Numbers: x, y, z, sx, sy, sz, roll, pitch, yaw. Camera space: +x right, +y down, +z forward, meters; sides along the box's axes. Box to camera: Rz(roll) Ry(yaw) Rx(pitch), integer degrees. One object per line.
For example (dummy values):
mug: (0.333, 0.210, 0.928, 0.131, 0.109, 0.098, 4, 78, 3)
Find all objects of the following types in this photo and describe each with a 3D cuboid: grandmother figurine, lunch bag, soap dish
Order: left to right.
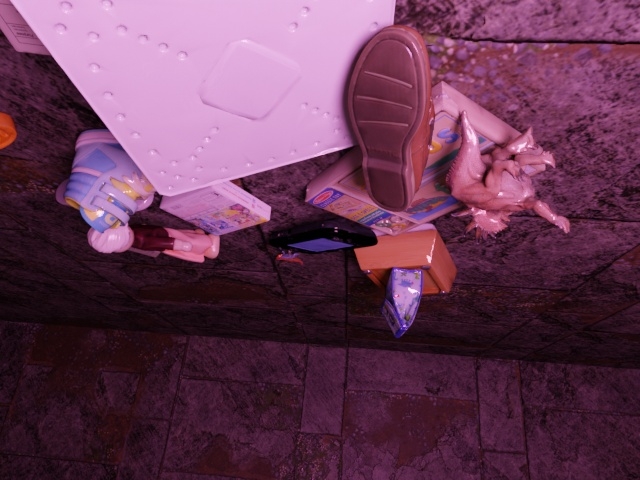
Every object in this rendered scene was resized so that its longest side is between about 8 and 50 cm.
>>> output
grandmother figurine: (-0.408, 0.000, 1.106, 0.207, 0.104, 0.342, 3, 178, 32)
lunch bag: (0.206, 0.162, 1.119, 0.096, 0.151, 0.129, 4, 157, 3)
soap dish: (0.242, 0.067, 1.232, 0.228, 0.118, 0.291, -7, 154, 25)

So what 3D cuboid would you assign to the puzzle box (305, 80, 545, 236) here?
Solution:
puzzle box: (0.187, -0.129, 0.892, 0.272, 0.052, 0.409, 20, 152, -27)

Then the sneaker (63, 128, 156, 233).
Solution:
sneaker: (-0.344, -0.109, 0.859, 0.319, 0.208, 0.127, 0, 154, 11)

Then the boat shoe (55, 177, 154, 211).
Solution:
boat shoe: (-0.503, -0.098, 1.058, 0.267, 0.096, 0.088, -1, 159, 17)

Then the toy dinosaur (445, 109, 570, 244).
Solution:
toy dinosaur: (0.287, -0.087, 0.762, 0.295, 0.127, 0.200, 29, 154, -31)

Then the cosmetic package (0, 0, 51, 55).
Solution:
cosmetic package: (-0.301, -0.344, 0.448, 0.160, 0.113, 0.309, 6, 156, -2)

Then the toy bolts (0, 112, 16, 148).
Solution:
toy bolts: (-0.741, -0.223, 0.845, 0.228, 0.158, 0.218, -35, 175, 42)

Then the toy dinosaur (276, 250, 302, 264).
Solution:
toy dinosaur: (-0.093, 0.050, 1.323, 0.082, 0.090, 0.047, -32, -169, -34)

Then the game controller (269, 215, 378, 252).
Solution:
game controller: (0.000, 0.000, 1.144, 0.166, 0.067, 0.319, 23, 162, -30)

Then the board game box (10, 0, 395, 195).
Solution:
board game box: (-0.099, -0.225, 0.588, 0.389, 0.050, 0.390, -16, 155, -4)

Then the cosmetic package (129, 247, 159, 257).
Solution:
cosmetic package: (-0.558, 0.012, 1.373, 0.115, 0.041, 0.060, 20, 151, -29)

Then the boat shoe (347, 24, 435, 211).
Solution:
boat shoe: (0.114, -0.182, 0.657, 0.110, 0.104, 0.307, 23, 149, 20)

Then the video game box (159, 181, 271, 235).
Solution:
video game box: (-0.259, -0.082, 1.095, 0.205, 0.048, 0.187, -13, 148, 35)
